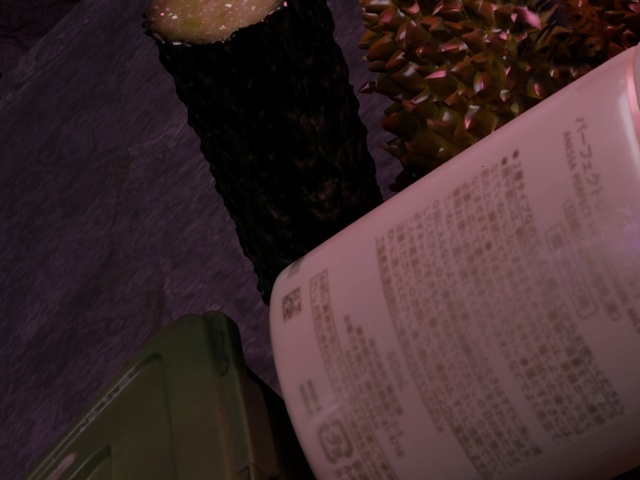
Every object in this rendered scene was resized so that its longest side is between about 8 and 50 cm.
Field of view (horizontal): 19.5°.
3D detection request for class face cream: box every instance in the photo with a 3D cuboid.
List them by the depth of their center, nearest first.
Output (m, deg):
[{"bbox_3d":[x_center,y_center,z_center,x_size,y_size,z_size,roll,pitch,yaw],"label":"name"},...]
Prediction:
[{"bbox_3d":[0.121,0.021,0.868,0.081,0.174,0.348,-5,-22,-47],"label":"face cream"}]

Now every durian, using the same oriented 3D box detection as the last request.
[{"bbox_3d":[0.140,-0.118,1.031,0.258,0.258,0.293,-30,27,44],"label":"durian"}]

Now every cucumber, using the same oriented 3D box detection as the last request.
[{"bbox_3d":[0.000,0.000,1.044,0.096,0.359,0.096,-12,40,10],"label":"cucumber"}]

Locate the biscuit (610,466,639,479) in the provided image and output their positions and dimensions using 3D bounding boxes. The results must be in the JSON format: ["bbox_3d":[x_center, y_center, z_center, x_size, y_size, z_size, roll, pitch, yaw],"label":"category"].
[{"bbox_3d":[0.180,0.094,0.867,0.144,0.040,0.236,-50,21,-14],"label":"biscuit"}]

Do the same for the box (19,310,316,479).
[{"bbox_3d":[-0.072,0.214,0.994,0.253,0.177,0.329,-48,21,13],"label":"box"}]
